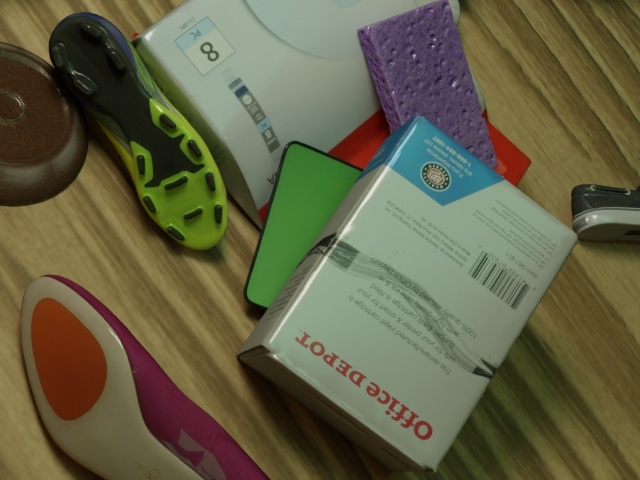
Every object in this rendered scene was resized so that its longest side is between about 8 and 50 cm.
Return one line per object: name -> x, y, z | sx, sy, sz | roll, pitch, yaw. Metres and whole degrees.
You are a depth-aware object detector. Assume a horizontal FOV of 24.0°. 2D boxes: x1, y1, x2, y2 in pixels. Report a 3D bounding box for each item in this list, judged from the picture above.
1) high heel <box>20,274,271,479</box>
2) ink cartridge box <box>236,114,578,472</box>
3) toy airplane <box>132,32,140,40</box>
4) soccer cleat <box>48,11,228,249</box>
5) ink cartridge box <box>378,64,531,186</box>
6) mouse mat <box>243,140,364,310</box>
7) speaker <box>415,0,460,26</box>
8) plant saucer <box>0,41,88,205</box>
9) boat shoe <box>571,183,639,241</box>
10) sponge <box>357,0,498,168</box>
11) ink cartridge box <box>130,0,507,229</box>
high heel -> -0.153, 0.190, 1.491 | 0.377, 0.127, 0.181 | 58, 23, 14
ink cartridge box -> 0.092, 0.061, 1.606 | 0.223, 0.129, 0.307 | 37, 73, -8
toy airplane -> -0.163, -0.191, 1.713 | 0.151, 0.028, 0.151 | 14, 60, -25
soccer cleat -> -0.186, -0.122, 1.624 | 0.289, 0.093, 0.121 | 56, 7, -8
ink cartridge box -> 0.154, -0.132, 1.855 | 0.232, 0.066, 0.189 | 38, 52, -3
mouse mat -> 0.000, 0.000, 1.664 | 0.153, 0.007, 0.189 | 22, 79, -30
speaker -> 0.108, -0.291, 1.912 | 0.136, 0.055, 0.055 | -3, 67, -33
plant saucer -> -0.332, -0.133, 1.577 | 0.199, 0.036, 0.198 | 14, 59, -23
boat shoe -> 0.420, -0.040, 1.954 | 0.229, 0.080, 0.076 | 0, 66, -22
sponge -> 0.125, -0.162, 1.728 | 0.117, 0.031, 0.210 | -26, 103, -29
ink cartridge box -> 0.016, -0.153, 1.705 | 0.308, 0.091, 0.385 | -41, 93, -26
